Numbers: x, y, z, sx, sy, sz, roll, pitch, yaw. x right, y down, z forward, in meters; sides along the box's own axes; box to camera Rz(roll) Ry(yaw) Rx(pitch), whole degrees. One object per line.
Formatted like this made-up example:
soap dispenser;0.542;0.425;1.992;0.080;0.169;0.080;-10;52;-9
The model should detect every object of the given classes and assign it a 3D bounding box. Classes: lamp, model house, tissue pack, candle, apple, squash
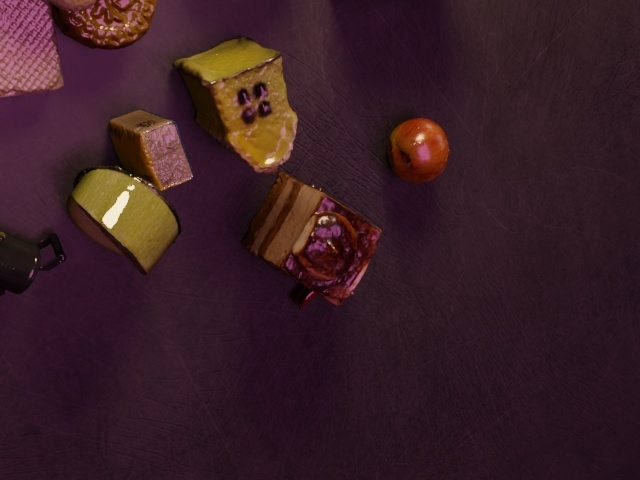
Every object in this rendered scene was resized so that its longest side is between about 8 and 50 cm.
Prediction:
lamp;-0.605;0.033;1.692;0.227;0.147;0.172;29;105;-40
model house;-0.157;-0.245;1.799;0.174;0.193;0.234;-21;119;-21
tissue pack;-0.318;-0.169;1.747;0.082;0.169;0.120;-29;119;-24
candle;-0.004;0.080;2.087;0.162;0.048;0.053;-47;157;-7
apple;0.208;-0.195;2.047;0.146;0.146;0.147;-10;112;-26
squash;-0.378;-0.026;1.732;0.220;0.220;0.133;48;55;-32

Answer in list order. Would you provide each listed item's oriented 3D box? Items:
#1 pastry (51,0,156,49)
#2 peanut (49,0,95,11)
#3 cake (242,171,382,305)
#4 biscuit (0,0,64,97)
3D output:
pastry;-0.384;-0.428;1.658;0.188;0.103;0.189;-10;112;-25
peanut;-0.455;-0.431;1.532;0.187;0.082;0.082;18;98;-20
cake;0.000;0.000;1.910;0.198;0.293;0.196;32;88;-29
biscuit;-0.535;-0.457;1.580;0.144;0.078;0.426;-12;112;-24
